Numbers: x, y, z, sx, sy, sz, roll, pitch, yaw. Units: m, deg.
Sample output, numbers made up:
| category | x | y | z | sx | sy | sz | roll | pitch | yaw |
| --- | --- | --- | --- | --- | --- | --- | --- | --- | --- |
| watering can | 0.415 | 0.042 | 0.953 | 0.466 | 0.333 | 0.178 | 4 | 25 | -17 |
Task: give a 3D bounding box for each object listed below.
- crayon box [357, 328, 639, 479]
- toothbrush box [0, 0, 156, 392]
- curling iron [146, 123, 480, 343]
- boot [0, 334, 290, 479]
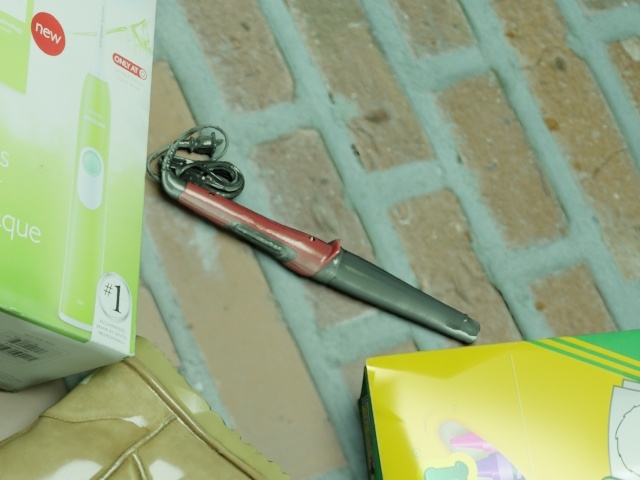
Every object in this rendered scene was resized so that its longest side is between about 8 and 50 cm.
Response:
| category | x | y | z | sx | sy | sz | roll | pitch | yaw |
| --- | --- | --- | --- | --- | --- | --- | --- | --- | --- |
| crayon box | 0.204 | 0.245 | 1.232 | 0.313 | 0.106 | 0.363 | -6 | 69 | -7 |
| toothbrush box | -0.222 | -0.071 | 1.186 | 0.206 | 0.122 | 0.283 | 27 | 54 | -43 |
| curling iron | 0.000 | 0.000 | 1.340 | 0.274 | 0.035 | 0.068 | 31 | 60 | -7 |
| boot | -0.148 | 0.217 | 1.161 | 0.236 | 0.089 | 0.269 | 43 | 58 | 12 |
